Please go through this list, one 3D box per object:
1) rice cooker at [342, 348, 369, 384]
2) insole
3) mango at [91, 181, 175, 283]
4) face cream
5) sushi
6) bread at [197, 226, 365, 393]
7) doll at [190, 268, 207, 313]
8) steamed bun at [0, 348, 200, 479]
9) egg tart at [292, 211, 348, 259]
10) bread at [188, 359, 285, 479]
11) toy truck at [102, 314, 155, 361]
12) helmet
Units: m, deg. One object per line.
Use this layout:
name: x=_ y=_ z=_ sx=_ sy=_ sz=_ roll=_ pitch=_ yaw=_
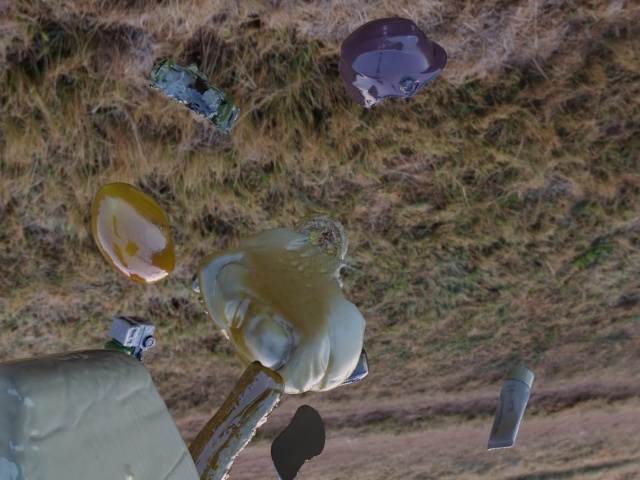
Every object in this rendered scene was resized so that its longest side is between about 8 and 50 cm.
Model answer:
rice cooker: x=0.048 y=0.336 z=1.416 sx=0.165 sy=0.106 sz=0.112 roll=-15 pitch=163 yaw=-8
insole: x=-0.038 y=0.404 z=1.077 sx=0.007 sy=0.109 sz=0.322 roll=-27 pitch=172 yaw=12
mango: x=-0.397 y=-0.015 z=1.128 sx=0.154 sy=0.126 sz=0.252 roll=-41 pitch=136 yaw=-27
face cream: x=0.498 y=0.440 z=1.394 sx=0.070 sy=0.224 sz=0.114 roll=33 pitch=150 yaw=0
sushi: x=-0.382 y=-0.462 z=1.657 sx=0.291 sy=0.131 sz=0.139 roll=32 pitch=103 yaw=-15
bread: x=-0.091 y=0.157 z=1.239 sx=0.245 sy=0.424 sz=0.329 roll=8 pitch=123 yaw=-54
doll: x=-0.331 y=0.135 z=1.546 sx=0.089 sy=0.102 sz=0.179 roll=11 pitch=128 yaw=1
steamed bun: x=-0.207 y=0.218 z=0.423 sx=0.155 sy=0.250 sz=0.200 roll=-26 pitch=174 yaw=12
egg tart: x=0.000 y=0.000 z=2.114 sx=0.241 sy=0.106 sz=0.241 roll=3 pitch=102 yaw=13
bread: x=-0.159 y=0.327 z=0.876 sx=0.077 sy=0.271 sz=0.139 roll=36 pitch=164 yaw=-8
toy truck: x=-0.570 y=0.338 z=1.520 sx=0.125 sy=0.101 sz=0.242 roll=16 pitch=92 yaw=-56
helmet: x=0.206 y=-0.587 z=1.666 sx=0.338 sy=0.271 sz=0.197 roll=-17 pitch=140 yaw=21
